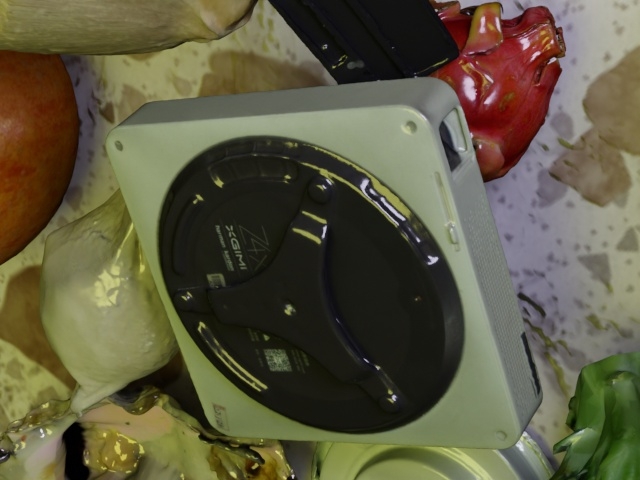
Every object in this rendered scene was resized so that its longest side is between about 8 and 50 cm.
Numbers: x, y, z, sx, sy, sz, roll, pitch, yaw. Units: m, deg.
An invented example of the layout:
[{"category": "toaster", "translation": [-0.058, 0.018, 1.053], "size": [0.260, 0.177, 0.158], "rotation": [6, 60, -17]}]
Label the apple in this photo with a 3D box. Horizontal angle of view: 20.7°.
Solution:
[{"category": "apple", "translation": [-0.360, -0.090, 1.405], "size": [0.299, 0.275, 0.299], "rotation": [7, 107, 25]}]

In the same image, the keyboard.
[{"category": "keyboard", "translation": [0.000, -0.172, 1.067], "size": [0.087, 0.017, 0.250], "rotation": [-31, 134, 14]}]

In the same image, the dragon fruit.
[{"category": "dragon fruit", "translation": [0.096, -0.096, 1.204], "size": [0.166, 0.133, 0.136], "rotation": [-31, 127, 24]}]

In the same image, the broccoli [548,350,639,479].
[{"category": "broccoli", "translation": [0.209, 0.218, 1.188], "size": [0.307, 0.308, 0.275], "rotation": [-22, 60, 35]}]

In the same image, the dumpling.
[{"category": "dumpling", "translation": [-0.158, 0.023, 1.384], "size": [0.126, 0.166, 0.216], "rotation": [-5, 130, 9]}]

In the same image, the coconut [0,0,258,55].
[{"category": "coconut", "translation": [-0.144, -0.290, 1.154], "size": [0.346, 0.346, 0.360], "rotation": [-34, 88, 35]}]

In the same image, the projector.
[{"category": "projector", "translation": [-0.002, 0.025, 1.184], "size": [0.259, 0.079, 0.257], "rotation": [-2, 119, 33]}]

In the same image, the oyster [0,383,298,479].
[{"category": "oyster", "translation": [-0.167, 0.198, 1.504], "size": [0.354, 0.107, 0.201], "rotation": [-2, 127, 20]}]

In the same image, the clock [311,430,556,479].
[{"category": "clock", "translation": [0.084, 0.224, 1.376], "size": [0.236, 0.053, 0.236], "rotation": [10, 111, 28]}]
